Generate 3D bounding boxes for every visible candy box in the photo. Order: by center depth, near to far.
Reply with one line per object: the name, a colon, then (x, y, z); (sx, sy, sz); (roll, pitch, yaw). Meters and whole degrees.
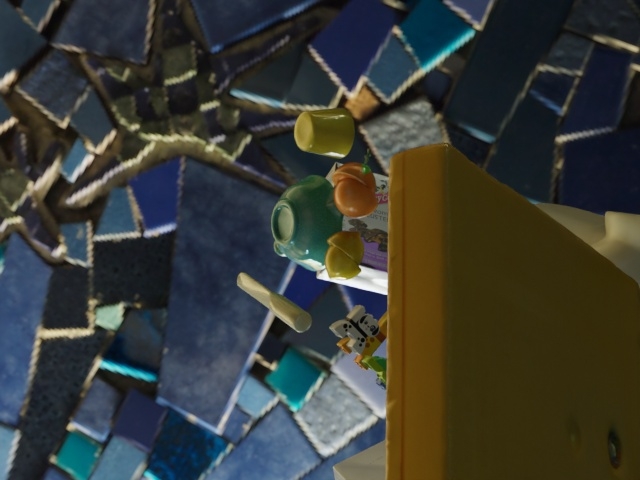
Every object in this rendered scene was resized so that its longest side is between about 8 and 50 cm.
candy box: (0.084, -0.017, 1.610); (0.070, 0.164, 0.196); (125, -27, -52)

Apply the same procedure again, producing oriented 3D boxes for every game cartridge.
game cartridge: (0.137, 0.125, 0.608); (0.323, 0.052, 0.286); (25, 61, -49)

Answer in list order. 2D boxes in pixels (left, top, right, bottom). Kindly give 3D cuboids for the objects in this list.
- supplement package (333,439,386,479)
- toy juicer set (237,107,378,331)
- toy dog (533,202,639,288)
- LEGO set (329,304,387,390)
supplement package: (0.167, 0.509, 1.709); (0.199, 0.198, 0.263); (-21, 119, -25)
toy juicer set: (0.000, 0.000, 1.325); (0.089, 0.209, 0.329); (-1, 129, -35)
toy dog: (0.298, 0.174, 0.975); (0.284, 0.395, 0.408); (-3, 99, -66)
LEGO set: (0.106, 0.162, 1.416); (0.093, 0.227, 0.087); (-49, -159, -13)
